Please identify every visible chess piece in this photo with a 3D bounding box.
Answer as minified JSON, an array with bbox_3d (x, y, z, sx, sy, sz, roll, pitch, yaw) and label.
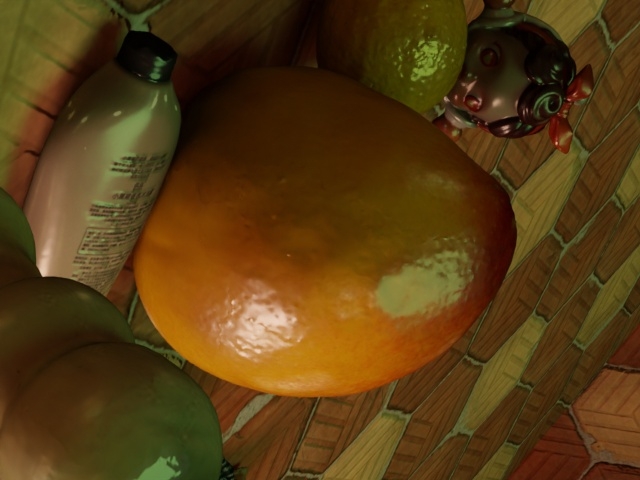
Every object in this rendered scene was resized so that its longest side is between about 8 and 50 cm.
[{"bbox_3d":[-0.196,0.075,0.889,0.182,0.330,0.182,-33,141,-32],"label":"chess piece"}]

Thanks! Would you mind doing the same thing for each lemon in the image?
[{"bbox_3d":[0.067,-0.194,1.322,0.142,0.142,0.187,-29,135,-47],"label":"lemon"}]

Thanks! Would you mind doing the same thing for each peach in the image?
[{"bbox_3d":[-0.001,0.005,1.226,0.289,0.308,0.289,-60,170,-19],"label":"peach"}]

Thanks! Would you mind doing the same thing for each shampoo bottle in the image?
[{"bbox_3d":[-0.174,-0.044,1.122,0.127,0.078,0.257,-5,128,-52],"label":"shampoo bottle"}]

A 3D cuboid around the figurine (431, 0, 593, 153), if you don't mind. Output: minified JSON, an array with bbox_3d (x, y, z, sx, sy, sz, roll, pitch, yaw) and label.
[{"bbox_3d":[0.166,-0.172,1.439,0.183,0.226,0.160,-60,159,10],"label":"figurine"}]

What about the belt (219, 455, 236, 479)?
[{"bbox_3d":[-0.208,0.250,1.372,0.295,0.160,0.207,5,100,-67],"label":"belt"}]

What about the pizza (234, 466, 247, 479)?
[{"bbox_3d":[-0.142,0.347,1.756,0.199,0.062,0.188,-39,155,-37],"label":"pizza"}]
